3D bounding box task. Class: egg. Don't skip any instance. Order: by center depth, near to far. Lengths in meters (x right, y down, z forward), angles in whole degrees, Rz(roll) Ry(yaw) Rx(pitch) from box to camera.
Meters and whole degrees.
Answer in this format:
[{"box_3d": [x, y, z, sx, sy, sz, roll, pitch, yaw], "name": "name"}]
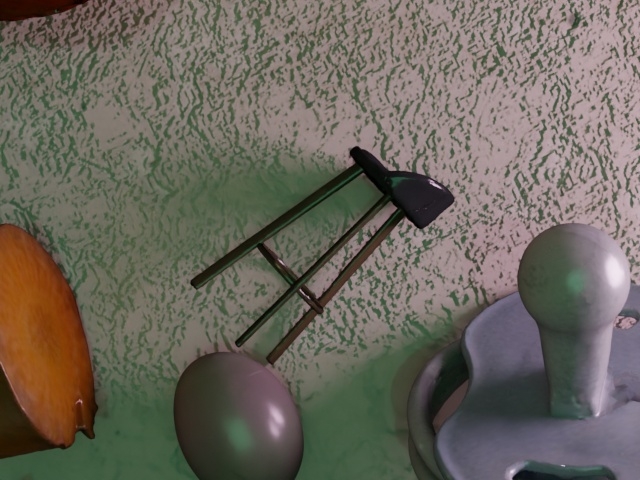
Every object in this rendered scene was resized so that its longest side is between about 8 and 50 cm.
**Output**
[{"box_3d": [-0.069, 0.158, 1.413, 0.103, 0.103, 0.135, -26, 88, -1], "name": "egg"}]

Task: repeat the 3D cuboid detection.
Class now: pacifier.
[{"box_3d": [0.188, 0.087, 1.324, 0.244, 0.299, 0.233, 5, 127, 12], "name": "pacifier"}]

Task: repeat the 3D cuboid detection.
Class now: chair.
[{"box_3d": [0.001, 0.001, 1.421, 0.221, 0.104, 0.095, -39, 75, 2], "name": "chair"}]

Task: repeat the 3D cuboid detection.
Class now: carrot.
[{"box_3d": [-0.338, 0.114, 1.391, 0.254, 0.196, 0.196, -18, 92, 10], "name": "carrot"}]

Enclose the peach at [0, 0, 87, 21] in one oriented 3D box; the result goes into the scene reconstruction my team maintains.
[{"box_3d": [-0.252, -0.346, 1.304, 0.372, 0.290, 0.373, 0, 89, 7], "name": "peach"}]
